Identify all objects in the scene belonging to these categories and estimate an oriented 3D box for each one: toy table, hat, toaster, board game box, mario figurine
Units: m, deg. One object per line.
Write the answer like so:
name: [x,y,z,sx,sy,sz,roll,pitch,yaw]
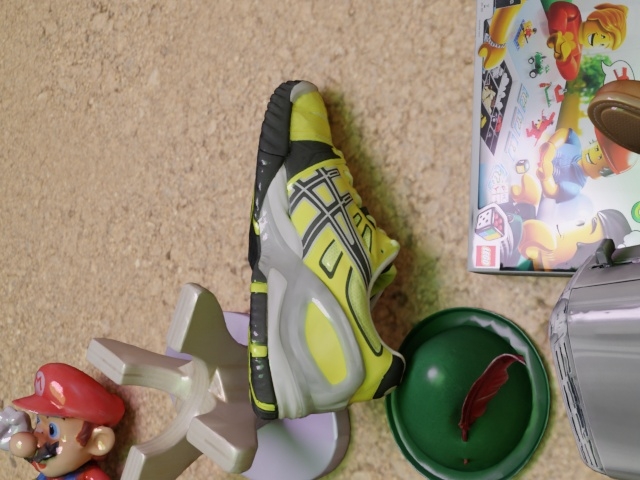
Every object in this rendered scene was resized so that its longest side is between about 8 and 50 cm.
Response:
toy table: [-0.120,0.171,0.882,0.274,0.161,0.252,11,92,37]
hat: [0.095,0.137,0.713,0.173,0.183,0.208,38,108,33]
toaster: [0.271,0.101,0.608,0.146,0.129,0.227,-4,114,40]
board game box: [0.234,-0.119,0.718,0.193,0.053,0.305,0,85,35]
mario figurine: [-0.351,0.316,1.023,0.198,0.170,0.320,2,95,2]

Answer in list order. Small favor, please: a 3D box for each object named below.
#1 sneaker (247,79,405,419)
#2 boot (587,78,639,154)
sneaker: [0.000,0.000,0.826,0.147,0.145,0.384,2,61,-6]
boot: [0.297,-0.137,0.612,0.073,0.197,0.152,172,109,-71]
